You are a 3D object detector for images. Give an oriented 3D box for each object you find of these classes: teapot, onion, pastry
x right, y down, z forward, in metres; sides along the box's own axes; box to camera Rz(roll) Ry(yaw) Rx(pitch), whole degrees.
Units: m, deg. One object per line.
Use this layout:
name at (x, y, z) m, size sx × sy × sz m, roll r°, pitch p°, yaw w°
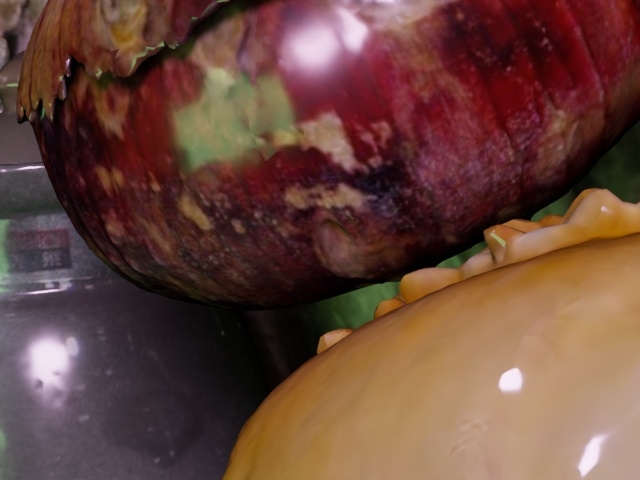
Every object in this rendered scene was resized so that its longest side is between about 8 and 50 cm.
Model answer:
teapot at (-0.173, 0.043, 0.833) m, size 0.305 × 0.223 × 0.285 m, roll -1°, pitch 100°, yaw 15°
onion at (0.006, -0.080, 0.569) m, size 0.246 × 0.246 × 0.190 m, roll -15°, pitch 111°, yaw 50°
pastry at (0.154, 0.153, 0.481) m, size 0.410 × 0.245 × 0.409 m, roll 17°, pitch 139°, yaw 15°

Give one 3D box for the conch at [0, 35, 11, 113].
conch at (-0.230, -0.040, 0.943) m, size 0.187 × 0.124 × 0.181 m, roll 53°, pitch 153°, yaw 14°
